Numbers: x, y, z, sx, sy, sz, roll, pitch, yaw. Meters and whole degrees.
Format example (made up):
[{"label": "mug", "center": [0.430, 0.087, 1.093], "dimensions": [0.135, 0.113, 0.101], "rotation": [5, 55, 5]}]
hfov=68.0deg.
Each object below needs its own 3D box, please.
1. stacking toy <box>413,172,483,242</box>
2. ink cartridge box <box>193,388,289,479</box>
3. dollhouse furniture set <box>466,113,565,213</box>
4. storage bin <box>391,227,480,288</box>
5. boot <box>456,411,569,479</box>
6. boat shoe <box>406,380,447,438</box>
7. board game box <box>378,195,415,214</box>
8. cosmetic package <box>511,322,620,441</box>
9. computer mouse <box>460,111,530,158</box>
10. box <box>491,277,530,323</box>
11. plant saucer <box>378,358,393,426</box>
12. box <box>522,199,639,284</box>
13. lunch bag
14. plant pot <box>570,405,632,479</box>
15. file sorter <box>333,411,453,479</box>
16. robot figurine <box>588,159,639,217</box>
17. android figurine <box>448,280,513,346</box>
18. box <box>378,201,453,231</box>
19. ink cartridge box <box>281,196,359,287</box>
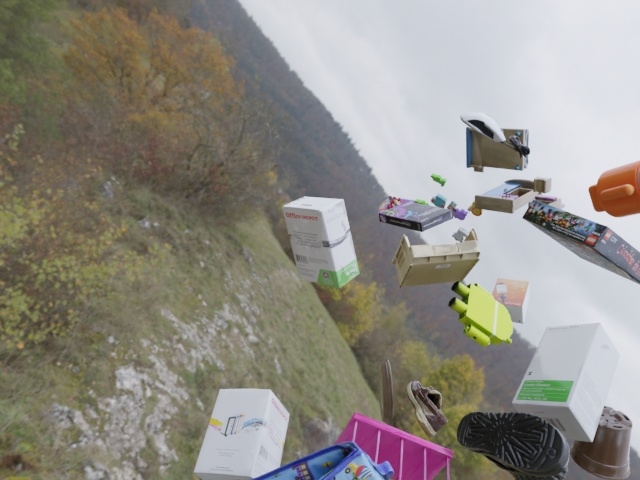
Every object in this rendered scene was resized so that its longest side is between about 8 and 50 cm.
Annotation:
[{"label": "stacking toy", "center": [0.436, -0.113, 1.613], "dimensions": [0.221, 0.167, 0.052], "rotation": [36, -35, 5]}, {"label": "ink cartridge box", "center": [-0.206, 0.551, 1.303], "dimensions": [0.233, 0.168, 0.171], "rotation": [-78, 156, -43]}, {"label": "dollhouse furniture set", "center": [0.648, -0.259, 1.522], "dimensions": [0.286, 0.198, 0.303], "rotation": [16, -57, 48]}, {"label": "storage bin", "center": [0.426, 0.066, 1.771], "dimensions": [0.260, 0.262, 0.123], "rotation": [95, -11, -62]}, {"label": "boot", "center": [0.549, 0.551, 1.210], "dimensions": [0.260, 0.131, 0.348], "rotation": [36, -19, -11]}, {"label": "boat shoe", "center": [0.446, 0.667, 1.948], "dimensions": [0.123, 0.123, 0.342], "rotation": [53, 8, -5]}, {"label": "board game box", "center": [0.321, -0.141, 1.981], "dimensions": [0.168, 0.133, 0.033], "rotation": [11, -37, 30]}, {"label": "cosmetic package", "center": [0.795, 0.445, 1.526], "dimensions": [0.155, 0.365, 0.197], "rotation": [53, -37, -11]}, {"label": "computer mouse", "center": [0.448, -0.282, 1.217], "dimensions": [0.193, 0.042, 0.106], "rotation": [28, 31, -7]}, {"label": "box", "center": [0.779, 0.245, 1.948], "dimensions": [0.130, 0.170, 0.091], "rotation": [4, -55, 31]}, {"label": "plant saucer", "center": [0.280, 0.655, 2.042], "dimensions": [0.278, 0.041, 0.278], "rotation": [-1, 90, -89]}, {"label": "box", "center": [0.519, 0.007, 0.907], "dimensions": [0.233, 0.044, 0.159], "rotation": [24, 10, -31]}, {"label": "lunch bag", "center": [0.021, 0.536, 0.967], "dimensions": [0.221, 0.293, 0.138], "rotation": [57, 1, -22]}, {"label": "plant pot", "center": [0.885, 0.619, 1.481], "dimensions": [0.167, 0.167, 0.165], "rotation": [-122, -148, -72]}, {"label": "file sorter", "center": [0.178, 0.642, 1.274], "dimensions": [0.290, 0.202, 0.182], "rotation": [22, 35, 0]}, {"label": "robot figurine", "center": [0.762, -0.128, 1.133], "dimensions": [0.158, 0.128, 0.219], "rotation": [26, -17, -16]}, {"label": "android figurine", "center": [0.576, 0.264, 1.684], "dimensions": [0.273, 0.056, 0.248], "rotation": [34, 43, -8]}, {"label": "box", "center": [0.250, -0.065, 1.254], "dimensions": [0.162, 0.116, 0.029], "rotation": [21, -54, 52]}, {"label": "ink cartridge box", "center": [0.000, 0.000, 1.577], "dimensions": [0.198, 0.114, 0.273], "rotation": [9, -60, 45]}]
